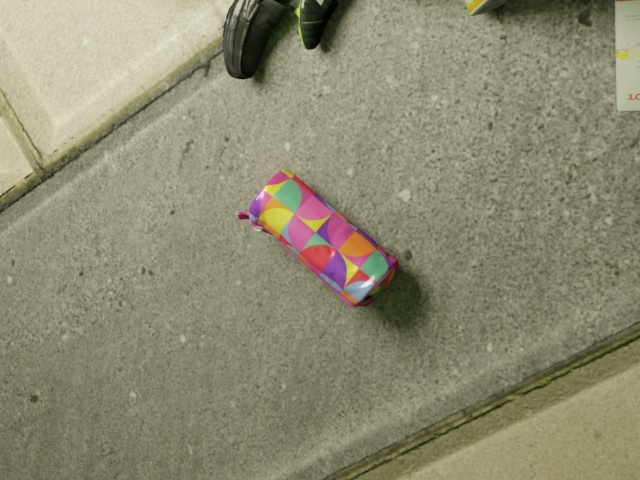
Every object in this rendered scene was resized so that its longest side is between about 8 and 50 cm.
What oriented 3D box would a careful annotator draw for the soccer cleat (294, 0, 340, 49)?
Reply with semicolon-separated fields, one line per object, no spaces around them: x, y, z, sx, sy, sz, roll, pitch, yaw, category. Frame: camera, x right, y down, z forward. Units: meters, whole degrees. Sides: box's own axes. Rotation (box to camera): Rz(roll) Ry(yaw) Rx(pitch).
0.010;-0.354;1.593;0.072;0.060;0.178;14;104;17;soccer cleat

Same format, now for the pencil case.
0.000;0.000;1.652;0.236;0.104;0.104;38;112;11;pencil case

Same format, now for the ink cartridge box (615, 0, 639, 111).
0.436;-0.251;1.403;0.128;0.127;0.176;2;102;21;ink cartridge box

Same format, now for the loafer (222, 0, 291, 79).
-0.082;-0.335;1.624;0.078;0.076;0.223;22;105;25;loafer

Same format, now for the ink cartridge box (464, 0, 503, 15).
0.174;-0.447;1.378;0.072;0.303;0.307;-26;92;-1;ink cartridge box
